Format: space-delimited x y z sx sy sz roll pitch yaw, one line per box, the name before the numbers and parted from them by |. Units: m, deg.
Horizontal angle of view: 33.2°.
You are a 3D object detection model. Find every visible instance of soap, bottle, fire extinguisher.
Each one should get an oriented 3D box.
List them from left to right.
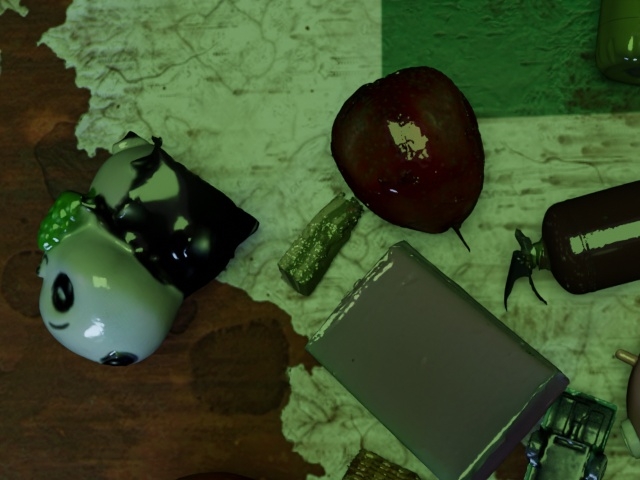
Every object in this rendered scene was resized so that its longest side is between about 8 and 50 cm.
soap | 0.131 0.143 1.230 0.259 0.081 0.181 40 91 31
fire extinguisher | 0.370 -0.005 1.243 0.337 0.114 0.135 -14 124 6
bottle | 0.396 -0.323 1.279 0.112 0.112 0.260 7 83 10

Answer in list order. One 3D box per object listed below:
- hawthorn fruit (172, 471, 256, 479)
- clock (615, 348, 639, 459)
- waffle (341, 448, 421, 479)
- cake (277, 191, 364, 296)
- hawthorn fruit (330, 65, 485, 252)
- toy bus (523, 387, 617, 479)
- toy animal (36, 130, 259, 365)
hawthorn fruit | -0.108 0.389 1.187 0.330 0.287 0.287 -29 79 -2
clock | 0.453 0.184 1.187 0.241 0.142 0.227 -20 79 9
waffle | 0.070 0.290 1.227 0.102 0.148 0.042 24 97 10
cake | 0.000 0.000 1.328 0.051 0.055 0.140 32 86 18
hawthorn fruit | 0.123 -0.090 1.267 0.181 0.181 0.235 -36 91 3
toy bus | 0.262 0.299 1.214 0.091 0.109 0.262 20 83 18
toy animal | -0.232 0.011 1.285 0.212 0.212 0.267 40 83 12
